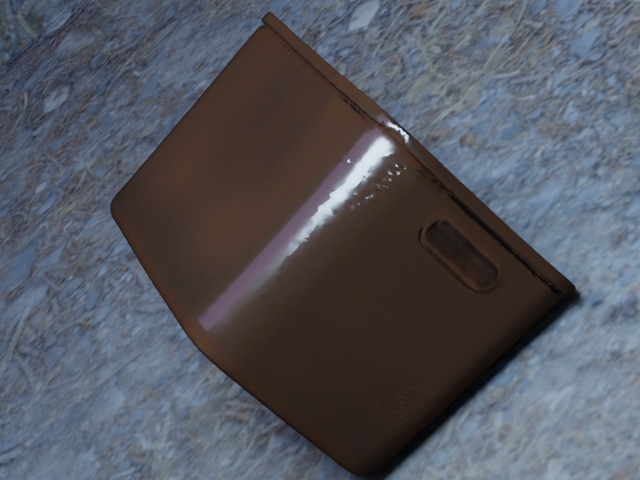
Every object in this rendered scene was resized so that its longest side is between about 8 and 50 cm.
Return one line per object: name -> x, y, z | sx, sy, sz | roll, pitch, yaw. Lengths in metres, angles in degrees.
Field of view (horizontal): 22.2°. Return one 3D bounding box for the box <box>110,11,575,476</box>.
box -> 0.000, 0.000, 1.353 | 0.229, 0.239, 0.339 | -47, 30, 2
